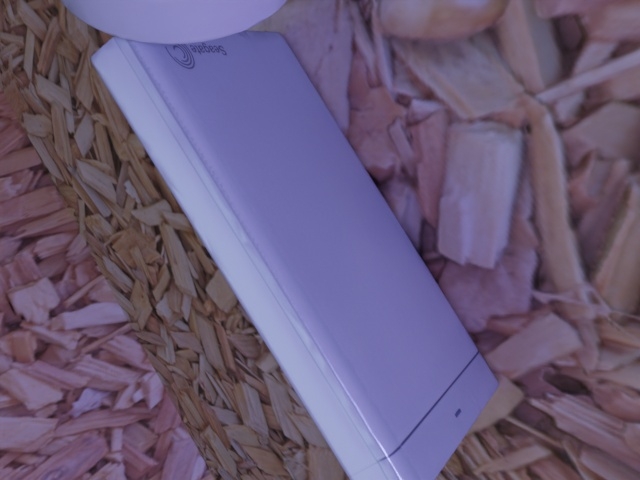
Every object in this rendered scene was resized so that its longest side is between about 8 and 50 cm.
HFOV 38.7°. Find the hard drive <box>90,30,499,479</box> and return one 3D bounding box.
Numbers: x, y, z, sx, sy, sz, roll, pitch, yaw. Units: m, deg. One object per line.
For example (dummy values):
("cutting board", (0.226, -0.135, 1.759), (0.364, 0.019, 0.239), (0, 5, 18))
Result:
("hard drive", (0.000, 0.000, 0.682), (0.047, 0.233, 0.353), (-34, 86, 26))

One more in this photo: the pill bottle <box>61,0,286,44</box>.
("pill bottle", (-0.089, -0.316, 0.468), (0.229, 0.229, 0.408), (46, 152, 28))
